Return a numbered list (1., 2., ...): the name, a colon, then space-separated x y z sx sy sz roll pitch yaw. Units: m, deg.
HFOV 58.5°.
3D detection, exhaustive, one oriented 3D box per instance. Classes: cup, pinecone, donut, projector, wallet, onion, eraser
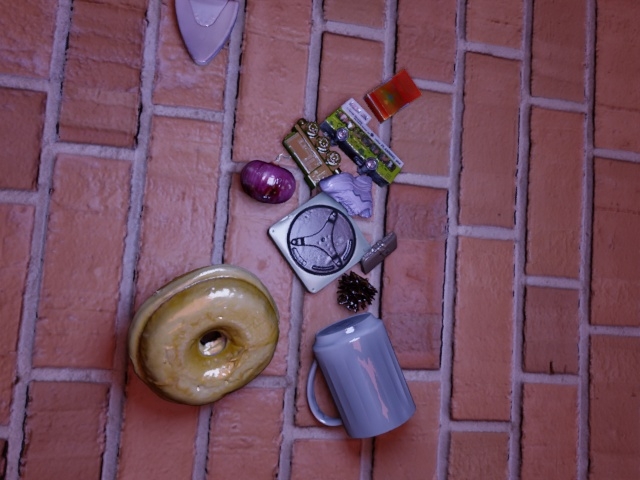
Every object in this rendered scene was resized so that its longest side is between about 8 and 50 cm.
1. cup: 0.093 0.424 1.788 0.323 0.237 0.326 -22 92 17
2. pinecone: 0.111 0.167 1.847 0.140 0.140 0.120 31 90 -9
3. donut: -0.328 0.274 1.659 0.450 0.198 0.448 -9 111 -23
4. projector: 0.000 0.000 1.860 0.257 0.079 0.259 -36 95 -14
5. wallet: 0.194 0.042 1.887 0.153 0.118 0.039 -39 63 -10
6. onion: -0.164 -0.187 1.790 0.178 0.177 0.153 -6 89 -13
7. eraser: -0.377 -0.676 1.843 0.205 0.059 0.243 7 80 -12

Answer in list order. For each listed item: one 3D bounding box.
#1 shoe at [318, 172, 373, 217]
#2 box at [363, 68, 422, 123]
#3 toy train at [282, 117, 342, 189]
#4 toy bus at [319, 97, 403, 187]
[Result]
1. shoe: 0.090 -0.142 1.836 0.245 0.095 0.137 0 75 -51
2. box: 0.249 -0.497 1.974 0.175 0.048 0.112 -35 95 -14
3. toy train: -0.030 -0.286 1.874 0.137 0.090 0.225 -37 94 -10
4. toy bus: 0.143 -0.321 1.908 0.302 0.113 0.139 44 78 -8
